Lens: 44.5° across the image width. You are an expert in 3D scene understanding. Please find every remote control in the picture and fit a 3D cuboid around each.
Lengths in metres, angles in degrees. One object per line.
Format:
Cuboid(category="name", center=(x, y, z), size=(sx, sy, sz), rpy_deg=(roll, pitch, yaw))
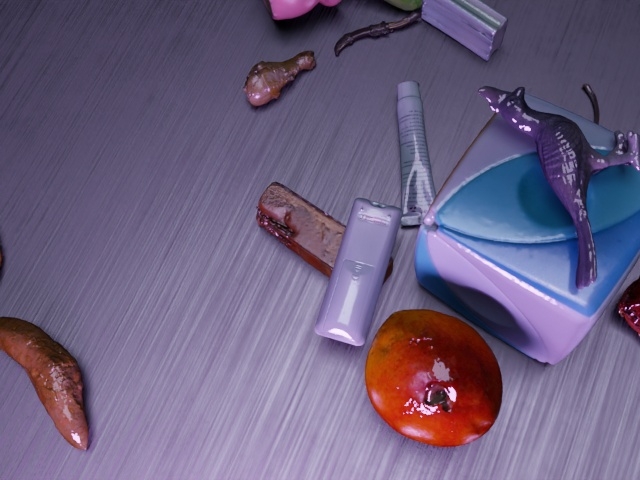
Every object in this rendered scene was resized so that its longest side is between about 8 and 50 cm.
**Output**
Cuboid(category="remote control", center=(0.076, 0.055, 1.525), size=(0.103, 0.051, 0.293), rpy_deg=(15, 72, 9))

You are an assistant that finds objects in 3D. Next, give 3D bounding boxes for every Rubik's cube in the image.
Cuboid(category="Rubik's cube", center=(0.400, -0.015, 1.462), size=(0.351, 0.352, 0.347), rpy_deg=(33, 75, 12))

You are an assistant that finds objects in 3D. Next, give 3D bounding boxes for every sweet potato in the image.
Cuboid(category="sweet potato", center=(-0.541, 0.258, 1.556), size=(0.341, 0.092, 0.114), rpy_deg=(45, 103, 18))

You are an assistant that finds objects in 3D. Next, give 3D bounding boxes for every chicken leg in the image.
Cuboid(category="chicken leg", center=(-0.091, -0.383, 1.784), size=(0.198, 0.069, 0.085), rpy_deg=(-33, 72, -16))

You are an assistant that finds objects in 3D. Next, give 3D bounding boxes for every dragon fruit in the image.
Cuboid(category="dragon fruit", center=(0.679, 0.120, 1.546), size=(0.127, 0.120, 0.161), rpy_deg=(-11, 31, 41))

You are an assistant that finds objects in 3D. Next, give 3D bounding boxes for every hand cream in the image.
Cuboid(category="hand cream", center=(0.204, -0.192, 1.696), size=(0.085, 0.058, 0.331), rpy_deg=(-3, 69, 0))

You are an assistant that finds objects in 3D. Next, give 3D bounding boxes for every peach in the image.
Cuboid(category="peach", center=(0.202, 0.245, 1.419), size=(0.238, 0.281, 0.281), rpy_deg=(-27, 70, -6))

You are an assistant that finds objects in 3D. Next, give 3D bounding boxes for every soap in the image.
Cuboid(category="soap", center=(0.325, -0.509, 1.781), size=(0.198, 0.114, 0.063), rpy_deg=(39, 75, 15))

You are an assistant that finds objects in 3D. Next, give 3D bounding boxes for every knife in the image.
Cuboid(category="knife", center=(0.130, -0.493, 1.834), size=(0.222, 0.021, 0.045), rpy_deg=(-24, 69, -1))

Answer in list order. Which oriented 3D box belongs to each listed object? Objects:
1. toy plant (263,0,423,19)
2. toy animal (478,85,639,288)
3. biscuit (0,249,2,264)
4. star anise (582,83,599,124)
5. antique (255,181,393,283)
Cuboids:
Cuboid(category="toy plant", center=(0.026, -0.630, 1.811), size=(0.356, 0.210, 0.317), rpy_deg=(-24, 103, -10))
Cuboid(category="toy animal", center=(0.423, -0.121, 1.274), size=(0.206, 0.081, 0.367), rpy_deg=(-21, 77, -9))
Cuboid(category="biscuit", center=(-0.822, 0.038, 1.662), size=(0.296, 0.075, 0.296), rpy_deg=(-1, 69, 3))
Cuboid(category="star anise", center=(0.556, -0.209, 1.705), size=(0.148, 0.218, 0.227), rpy_deg=(-2, 21, 33))
Cuboid(category="antique", center=(0.000, 0.000, 1.622), size=(0.310, 0.087, 0.093), rpy_deg=(35, 76, 14))
